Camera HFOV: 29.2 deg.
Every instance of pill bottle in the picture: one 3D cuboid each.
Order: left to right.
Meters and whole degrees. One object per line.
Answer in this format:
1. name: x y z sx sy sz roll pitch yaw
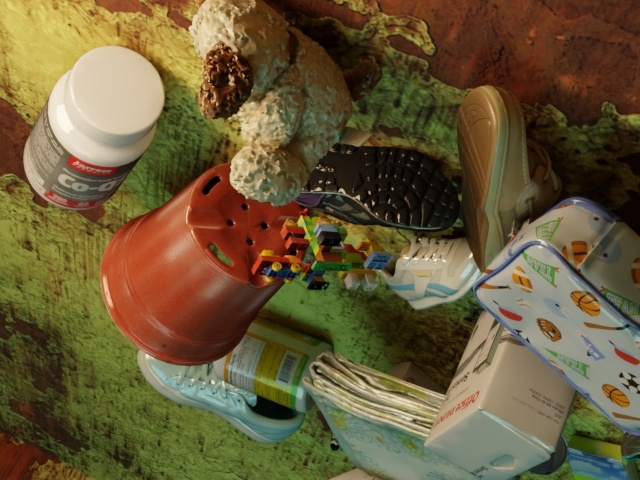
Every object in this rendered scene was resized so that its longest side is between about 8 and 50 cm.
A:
1. pill bottle: -0.336 -0.164 1.822 0.161 0.161 0.283 34 152 -10
2. pill bottle: -0.113 0.212 2.268 0.245 0.136 0.136 20 151 15

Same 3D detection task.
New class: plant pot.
1. plant pot: -0.166 0.025 1.907 0.272 0.272 0.265 35 142 -13

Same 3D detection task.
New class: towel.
1. towel: 0.158 0.337 2.037 0.320 0.090 0.374 19 156 33

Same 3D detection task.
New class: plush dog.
1. plush dog: -0.066 -0.208 1.497 0.210 0.262 0.225 -32 132 21

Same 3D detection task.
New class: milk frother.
1. milk frother: 0.314 0.324 2.037 0.129 0.143 0.135 58 180 -12

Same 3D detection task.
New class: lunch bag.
1. lunch bag: 0.332 0.090 1.466 0.303 0.115 0.243 43 155 3

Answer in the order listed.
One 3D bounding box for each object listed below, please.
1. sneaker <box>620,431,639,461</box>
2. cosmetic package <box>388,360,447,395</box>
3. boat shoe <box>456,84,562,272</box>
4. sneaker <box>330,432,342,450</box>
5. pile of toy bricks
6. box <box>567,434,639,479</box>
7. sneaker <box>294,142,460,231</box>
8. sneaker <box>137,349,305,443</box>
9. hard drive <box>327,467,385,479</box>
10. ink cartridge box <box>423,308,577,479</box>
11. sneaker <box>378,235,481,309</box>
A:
1. sneaker: 0.557 0.349 1.968 0.166 0.076 0.065 18 151 18
2. cosmetic package: 0.210 0.325 2.213 0.239 0.099 0.060 40 147 -22
3. boat shoe: 0.237 -0.082 1.527 0.110 0.122 0.341 -14 151 -2
4. sneaker: 0.032 0.432 2.604 0.032 0.037 0.083 16 151 17
5. pile of toy bricks: 0.000 0.000 1.796 0.212 0.105 0.118 5 135 -33
6. box: 0.493 0.399 2.140 0.109 0.042 0.178 9 146 30
7. sneaker: 0.072 -0.068 1.716 0.283 0.107 0.124 18 165 25
8. sneaker: -0.185 0.281 2.471 0.366 0.135 0.150 29 145 -19
9. hard drive: 0.175 0.455 2.234 0.210 0.318 0.040 22 111 37
10. ink cartridge box: 0.277 0.167 1.692 0.121 0.289 0.211 29 151 -3
11. sneaker: 0.166 0.036 1.791 0.092 0.087 0.228 38 148 -13
